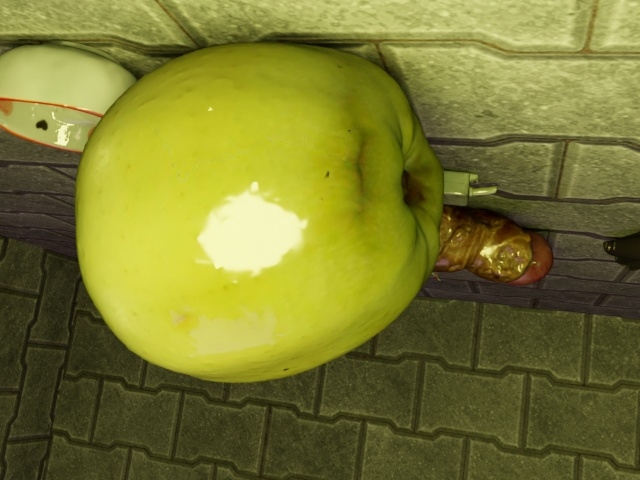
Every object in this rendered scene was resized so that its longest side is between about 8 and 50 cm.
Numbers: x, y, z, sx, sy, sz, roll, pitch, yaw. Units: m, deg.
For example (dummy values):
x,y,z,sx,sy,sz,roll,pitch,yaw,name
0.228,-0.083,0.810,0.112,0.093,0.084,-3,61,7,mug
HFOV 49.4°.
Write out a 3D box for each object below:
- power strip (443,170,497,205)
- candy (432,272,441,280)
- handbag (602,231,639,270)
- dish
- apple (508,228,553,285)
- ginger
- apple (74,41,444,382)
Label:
x,y,z,sx,sy,sz,roll,pitch,yaw,name
0.205,-0.110,1.388,0.288,0.053,0.093,7,170,13,power strip
0.238,0.055,1.622,0.045,0.043,0.175,20,-162,-13,candy
0.839,0.044,1.619,0.285,0.113,0.257,10,177,-12,handbag
-0.369,-0.217,1.045,0.256,0.117,0.256,8,171,1,dish
0.501,0.041,1.746,0.153,0.153,0.120,-2,129,45,apple
0.291,-0.020,1.569,0.357,0.152,0.274,13,-161,-7,ginger
-0.072,-0.042,0.904,0.474,0.473,0.473,8,170,1,apple
